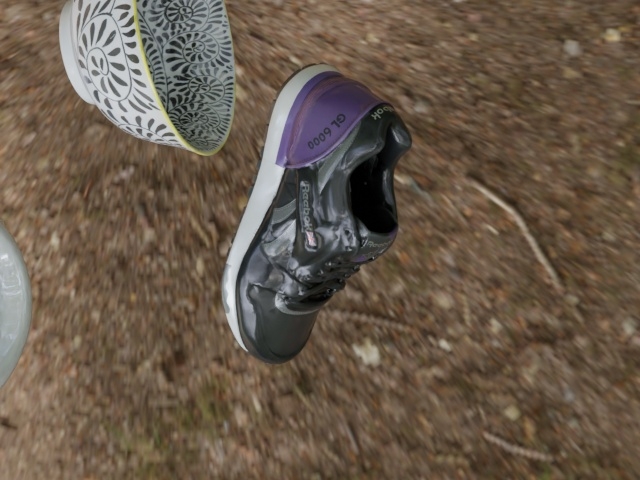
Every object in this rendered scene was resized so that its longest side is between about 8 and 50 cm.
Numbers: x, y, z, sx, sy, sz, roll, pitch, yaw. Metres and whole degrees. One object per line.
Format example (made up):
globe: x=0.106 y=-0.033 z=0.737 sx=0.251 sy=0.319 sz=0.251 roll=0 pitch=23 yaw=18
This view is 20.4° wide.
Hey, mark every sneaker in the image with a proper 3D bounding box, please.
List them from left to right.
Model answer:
sneaker: x=0.000 y=0.000 z=1.541 sx=0.107 sy=0.124 sz=0.283 roll=-16 pitch=127 yaw=-43

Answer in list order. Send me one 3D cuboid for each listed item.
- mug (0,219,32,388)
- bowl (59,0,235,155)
mug: x=-0.426 y=0.012 z=1.503 sx=0.276 sy=0.328 sz=0.374 roll=-36 pitch=114 yaw=-41
bowl: x=-0.124 y=-0.135 z=1.202 sx=0.080 sy=0.170 sz=0.170 roll=-8 pitch=100 yaw=18
